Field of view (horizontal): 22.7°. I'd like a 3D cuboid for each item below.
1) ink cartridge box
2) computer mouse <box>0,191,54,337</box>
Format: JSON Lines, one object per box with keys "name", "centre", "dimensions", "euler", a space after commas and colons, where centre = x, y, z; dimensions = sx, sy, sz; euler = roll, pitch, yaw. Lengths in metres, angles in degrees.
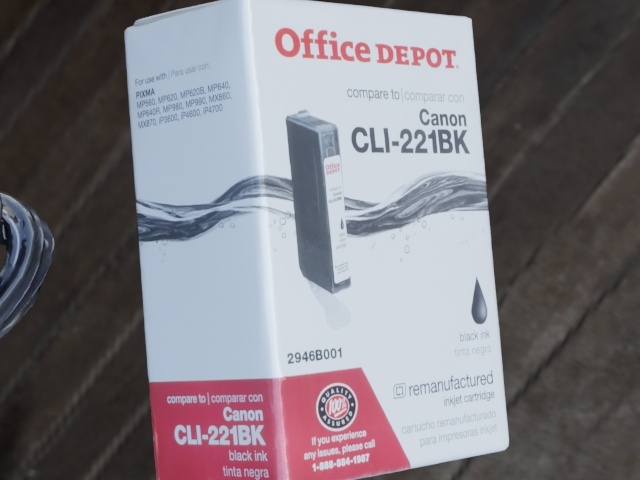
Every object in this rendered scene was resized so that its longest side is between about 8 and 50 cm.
{"name": "ink cartridge box", "centre": [0.000, 0.000, 0.944], "dimensions": [0.114, 0.197, 0.273], "euler": [-8, 86, 45]}
{"name": "computer mouse", "centre": [-0.203, -0.010, 0.518], "dimensions": [0.072, 0.272, 0.188], "euler": [15, 59, 29]}
